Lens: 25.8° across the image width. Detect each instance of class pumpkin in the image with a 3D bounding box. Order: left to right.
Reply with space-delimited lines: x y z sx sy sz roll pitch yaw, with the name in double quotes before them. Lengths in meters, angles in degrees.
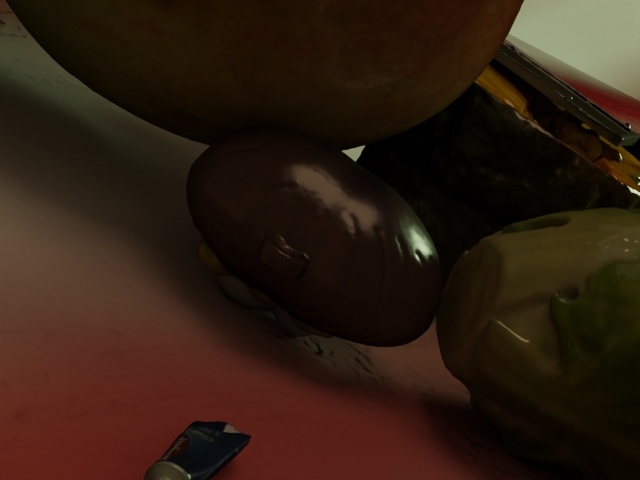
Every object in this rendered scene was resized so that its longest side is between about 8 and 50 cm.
"pumpkin" 0.118 -0.047 0.983 0.221 0.139 0.317 33 17 8

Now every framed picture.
"framed picture" 0.170 -0.117 1.037 0.149 0.011 0.109 38 15 13

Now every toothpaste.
"toothpaste" -0.048 0.082 0.516 0.027 0.019 0.083 7 11 12

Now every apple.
"apple" -0.042 -0.210 0.796 0.304 0.339 0.338 5 23 -17

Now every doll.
"doll" 0.007 0.006 0.728 0.145 0.096 0.188 44 11 30

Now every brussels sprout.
"brussels sprout" 0.154 0.057 0.699 0.180 0.144 0.161 23 1 -24

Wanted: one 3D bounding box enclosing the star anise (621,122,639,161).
"star anise" 0.302 0.031 1.138 0.272 0.102 0.272 55 6 -8
